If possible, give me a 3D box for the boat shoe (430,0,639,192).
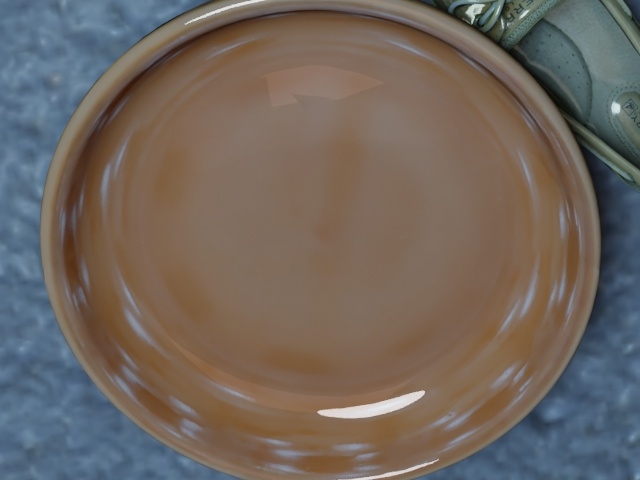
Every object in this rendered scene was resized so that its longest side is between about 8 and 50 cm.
[{"bbox_3d":[0.086,-0.070,0.538,0.056,0.048,0.153,-39,107,11],"label":"boat shoe"}]

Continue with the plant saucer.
[{"bbox_3d":[0.000,0.000,0.556,0.199,0.037,0.200,1,116,3],"label":"plant saucer"}]
